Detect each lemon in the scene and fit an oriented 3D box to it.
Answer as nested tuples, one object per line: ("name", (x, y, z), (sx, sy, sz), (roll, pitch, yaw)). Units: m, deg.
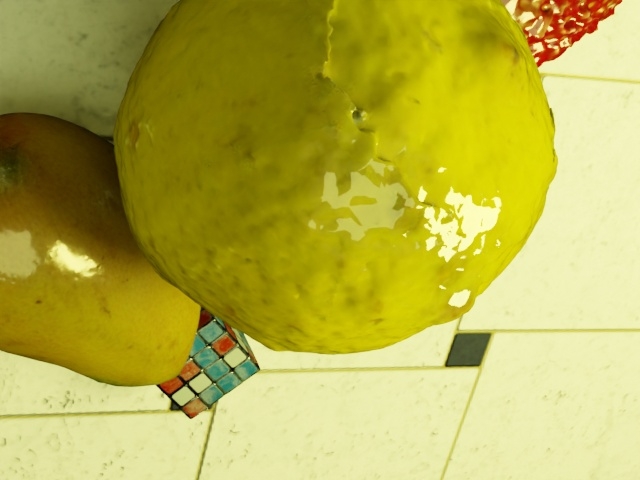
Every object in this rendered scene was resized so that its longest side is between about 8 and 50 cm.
("lemon", (0.003, -0.073, 1.072), (0.350, 0.349, 0.387), (30, 144, -35))

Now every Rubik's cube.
("Rubik's cube", (-0.132, 0.107, 1.342), (0.092, 0.092, 0.092), (-37, 127, 3))

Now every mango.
("mango", (-0.227, 0.014, 1.180), (0.317, 0.173, 0.211), (40, 67, -38))

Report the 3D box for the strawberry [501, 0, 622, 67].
("strawberry", (0.191, -0.251, 1.222), (0.306, 0.137, 0.233), (-25, 127, -5))
